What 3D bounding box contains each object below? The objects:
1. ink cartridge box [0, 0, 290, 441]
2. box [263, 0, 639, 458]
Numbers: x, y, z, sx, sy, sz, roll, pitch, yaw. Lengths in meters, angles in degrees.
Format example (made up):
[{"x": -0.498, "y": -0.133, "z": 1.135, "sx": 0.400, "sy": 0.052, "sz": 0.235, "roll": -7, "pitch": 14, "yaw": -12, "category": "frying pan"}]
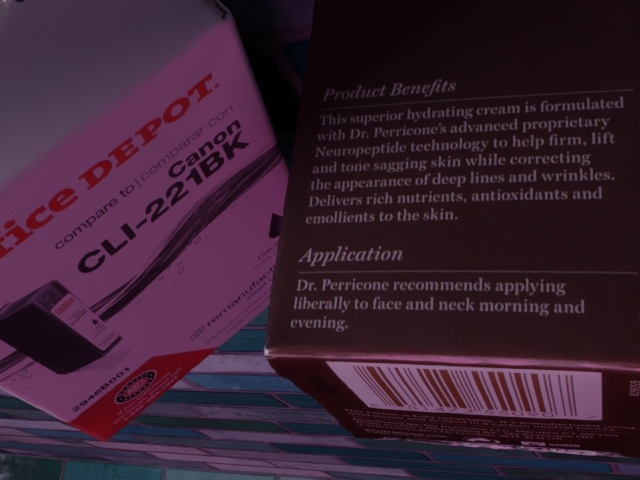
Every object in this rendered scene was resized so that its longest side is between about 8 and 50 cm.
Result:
[{"x": -0.123, "y": -0.017, "z": 0.480, "sx": 0.114, "sy": 0.197, "sz": 0.273, "roll": 46, "pitch": 170, "yaw": 24, "category": "ink cartridge box"}, {"x": 0.087, "y": -0.009, "z": 0.439, "sx": 0.168, "sy": 0.203, "sz": 0.167, "roll": 0, "pitch": 156, "yaw": 19, "category": "box"}]
